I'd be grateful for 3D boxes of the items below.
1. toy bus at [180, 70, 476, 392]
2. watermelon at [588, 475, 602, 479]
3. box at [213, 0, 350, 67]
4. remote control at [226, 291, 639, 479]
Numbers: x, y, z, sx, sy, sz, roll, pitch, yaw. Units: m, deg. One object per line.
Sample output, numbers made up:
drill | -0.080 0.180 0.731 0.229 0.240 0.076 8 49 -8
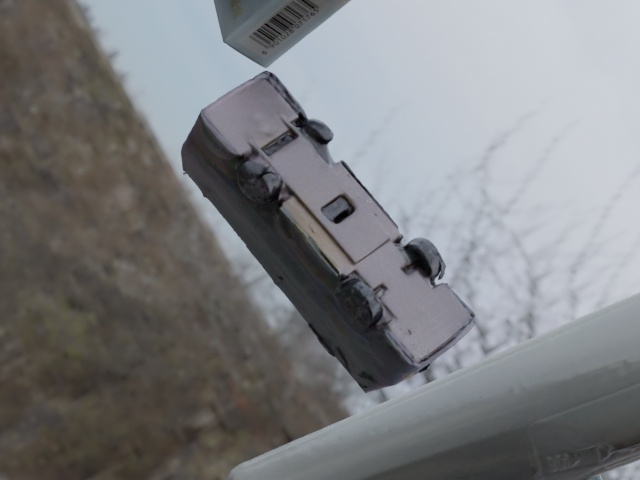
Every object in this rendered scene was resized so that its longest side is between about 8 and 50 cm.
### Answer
toy bus | 0.000 0.000 1.766 0.317 0.112 0.138 52 -33 9
watermelon | 0.144 0.259 1.511 0.319 0.290 0.213 19 9 18
box | 0.001 -0.295 1.770 0.067 0.243 0.155 27 35 -42
remote control | 0.113 0.102 0.967 0.109 0.313 0.055 69 -2 -50
